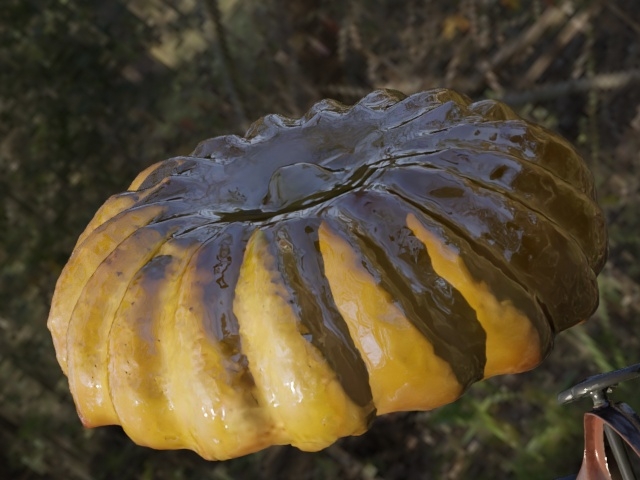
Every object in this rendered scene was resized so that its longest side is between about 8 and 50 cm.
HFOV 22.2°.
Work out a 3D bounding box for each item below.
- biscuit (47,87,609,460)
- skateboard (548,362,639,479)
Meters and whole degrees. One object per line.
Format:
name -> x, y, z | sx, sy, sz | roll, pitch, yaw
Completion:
biscuit -> 0.000, 0.000, 0.924 | 0.326, 0.107, 0.326 | -11, 25, 5
skateboard -> 0.112, 0.097, 0.648 | 0.067, 0.080, 0.151 | -15, -11, -14
